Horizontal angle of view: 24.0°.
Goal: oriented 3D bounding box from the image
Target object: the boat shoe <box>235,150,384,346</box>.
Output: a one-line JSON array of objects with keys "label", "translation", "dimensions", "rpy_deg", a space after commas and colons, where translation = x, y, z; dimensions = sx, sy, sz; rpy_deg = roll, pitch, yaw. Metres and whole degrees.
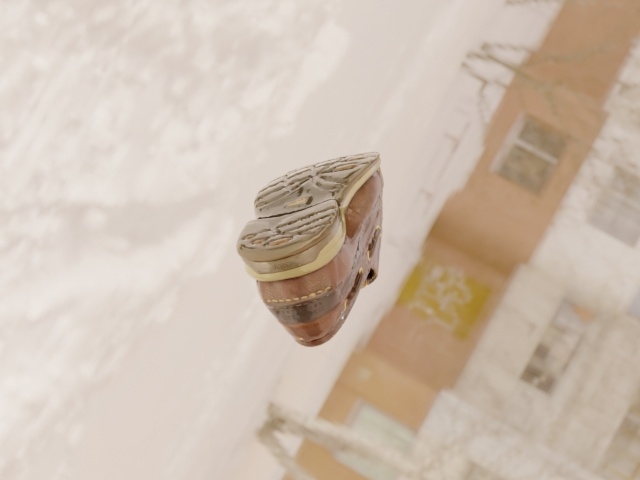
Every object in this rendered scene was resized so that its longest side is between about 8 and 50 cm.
[{"label": "boat shoe", "translation": [0.000, 0.000, 0.782], "dimensions": [0.178, 0.064, 0.060], "rpy_deg": [-63, 138, -67]}]
